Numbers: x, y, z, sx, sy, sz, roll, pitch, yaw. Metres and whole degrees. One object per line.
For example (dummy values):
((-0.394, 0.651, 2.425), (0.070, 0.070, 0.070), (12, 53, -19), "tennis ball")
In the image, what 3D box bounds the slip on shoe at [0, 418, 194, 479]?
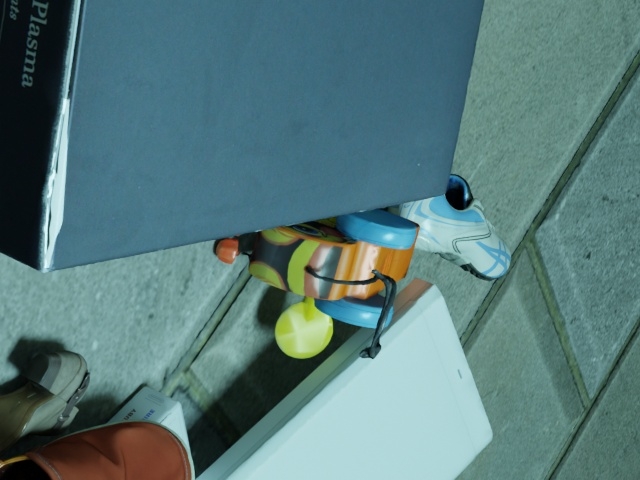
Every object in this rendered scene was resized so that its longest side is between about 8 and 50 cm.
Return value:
((-0.200, 0.201, 1.255), (0.331, 0.123, 0.101), (-16, 156, -52), "slip on shoe")

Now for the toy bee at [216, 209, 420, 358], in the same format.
((0.000, 0.000, 1.494), (0.298, 0.162, 0.195), (83, 25, -80), "toy bee")

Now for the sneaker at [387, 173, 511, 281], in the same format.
((0.142, -0.016, 1.744), (0.086, 0.085, 0.237), (-63, 152, 2), "sneaker")

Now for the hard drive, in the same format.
((0.026, 0.205, 1.581), (0.307, 0.040, 0.203), (-42, 128, -27), "hard drive")

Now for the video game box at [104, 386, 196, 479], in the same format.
((-0.177, 0.256, 1.449), (0.187, 0.048, 0.205), (-46, 144, -37), "video game box")

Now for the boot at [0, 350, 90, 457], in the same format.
((-0.219, 0.134, 1.311), (0.118, 0.042, 0.087), (-51, 159, -7), "boot")

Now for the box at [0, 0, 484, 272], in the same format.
((-0.129, -0.132, 0.978), (0.343, 0.312, 0.179), (-12, 116, -50), "box")
